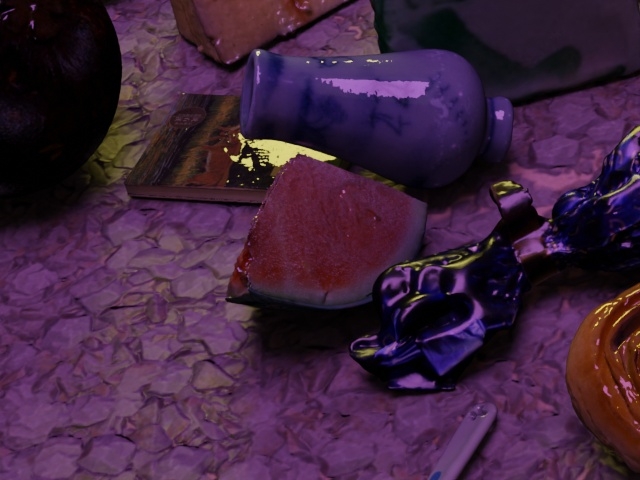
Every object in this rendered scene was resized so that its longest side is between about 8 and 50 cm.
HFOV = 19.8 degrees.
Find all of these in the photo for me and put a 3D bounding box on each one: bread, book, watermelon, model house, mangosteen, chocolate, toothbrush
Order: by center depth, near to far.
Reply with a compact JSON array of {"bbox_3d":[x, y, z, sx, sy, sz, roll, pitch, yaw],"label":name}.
[{"bbox_3d":[0.058,0.265,1.443,0.040,0.040,0.386,11,44,29],"label":"toothbrush"},{"bbox_3d":[0.316,0.101,1.468,0.236,0.120,0.198,-26,42,-12],"label":"bread"},{"bbox_3d":[0.176,0.020,1.628,0.343,0.126,0.148,-27,78,-2],"label":"chocolate"},{"bbox_3d":[0.011,0.016,1.692,0.146,0.128,0.231,22,49,5],"label":"watermelon"},{"bbox_3d":[-0.071,-0.096,1.898,0.228,0.024,0.160,4,42,23],"label":"book"},{"bbox_3d":[-0.345,-0.174,1.909,0.288,0.288,0.288,-10,41,8],"label":"mangosteen"},{"bbox_3d":[0.170,-0.305,1.932,0.267,0.194,0.325,-14,37,3],"label":"model house"},{"bbox_3d":[-0.062,-0.334,2.047,0.240,0.178,0.135,-30,41,-18],"label":"bread"}]

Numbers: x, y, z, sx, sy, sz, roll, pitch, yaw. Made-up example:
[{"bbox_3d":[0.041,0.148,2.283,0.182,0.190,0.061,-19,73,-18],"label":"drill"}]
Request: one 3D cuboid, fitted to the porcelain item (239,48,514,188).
[{"bbox_3d":[0.055,-0.124,1.763,0.259,0.141,0.141,8,39,-12],"label":"porcelain item"}]
